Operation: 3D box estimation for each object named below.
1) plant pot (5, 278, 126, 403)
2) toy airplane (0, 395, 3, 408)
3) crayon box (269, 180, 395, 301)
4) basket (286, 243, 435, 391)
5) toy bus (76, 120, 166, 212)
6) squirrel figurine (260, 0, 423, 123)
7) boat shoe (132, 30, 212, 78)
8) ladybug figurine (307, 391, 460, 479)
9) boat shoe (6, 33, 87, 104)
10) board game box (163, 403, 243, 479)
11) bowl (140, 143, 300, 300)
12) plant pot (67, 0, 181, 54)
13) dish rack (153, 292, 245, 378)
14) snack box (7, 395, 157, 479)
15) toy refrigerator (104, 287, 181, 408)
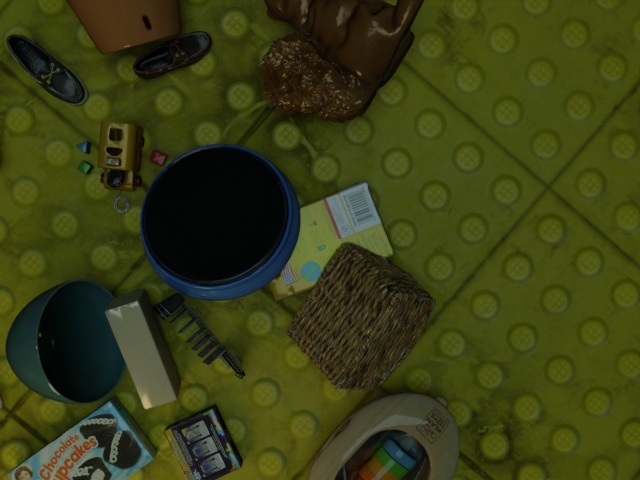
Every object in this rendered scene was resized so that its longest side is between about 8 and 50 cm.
[{"bbox_3d":[-0.631,0.248,1.731,0.195,0.290,0.290,-10,93,26],"label":"plant pot"},{"bbox_3d":[-1.032,0.483,1.748,0.386,0.272,0.384,18,54,7],"label":"toy airplane"},{"bbox_3d":[0.000,0.000,1.801,0.319,0.081,0.202,-21,93,0],"label":"crayon box"},{"bbox_3d":[0.107,0.188,1.767,0.223,0.213,0.299,42,109,37],"label":"basket"},{"bbox_3d":[-0.498,-0.197,1.777,0.191,0.104,0.202,-41,92,1],"label":"toy bus"},{"bbox_3d":[-0.002,-0.481,1.694,0.370,0.281,0.397,31,89,5],"label":"squirrel figurine"},{"bbox_3d":[-0.365,-0.457,1.785,0.207,0.073,0.073,-29,91,-1],"label":"boat shoe"},{"bbox_3d":[0.153,0.551,1.784,0.449,0.162,0.305,-45,92,2],"label":"ladybug figurine"},{"bbox_3d":[-0.678,-0.420,1.784,0.228,0.068,0.081,40,92,-2],"label":"boat shoe"},{"bbox_3d":[-0.296,0.525,1.837,0.141,0.048,0.170,-24,93,3],"label":"board game box"},{"bbox_3d":[-0.245,-0.052,1.730,0.391,0.077,0.391,-2,72,6],"label":"bowl"},{"bbox_3d":[-0.453,-0.560,1.691,0.291,0.291,0.203,-15,108,0],"label":"plant pot"},{"bbox_3d":[-0.291,0.240,1.754,0.074,0.208,0.271,-41,94,-14],"label":"dish rack"},{"bbox_3d":[-0.600,0.564,1.829,0.322,0.060,0.187,-36,92,1],"label":"snack box"},{"bbox_3d":[-0.435,0.266,1.771,0.094,0.102,0.269,-18,105,0],"label":"toy refrigerator"}]
